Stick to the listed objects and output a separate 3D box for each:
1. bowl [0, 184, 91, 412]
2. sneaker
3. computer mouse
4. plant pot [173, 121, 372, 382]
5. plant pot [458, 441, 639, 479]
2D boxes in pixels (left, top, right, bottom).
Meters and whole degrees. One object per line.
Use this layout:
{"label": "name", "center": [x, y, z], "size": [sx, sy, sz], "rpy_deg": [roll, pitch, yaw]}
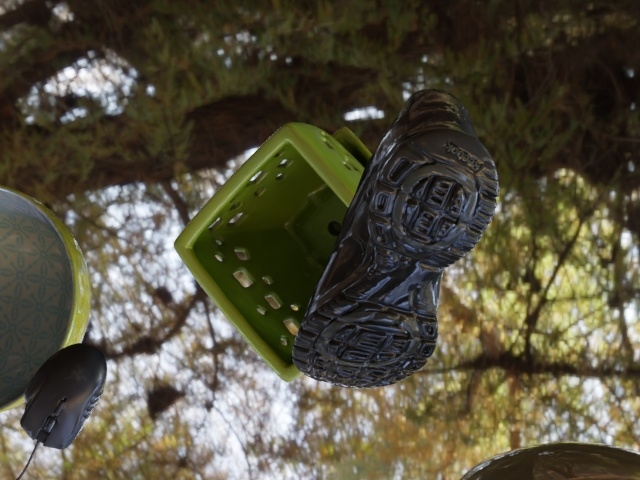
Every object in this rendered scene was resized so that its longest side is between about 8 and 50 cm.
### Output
{"label": "bowl", "center": [-0.408, 0.079, 1.144], "size": [0.290, 0.156, 0.289], "rpy_deg": [-2, -97, 13]}
{"label": "sneaker", "center": [0.059, 0.007, 0.716], "size": [0.109, 0.286, 0.130], "rpy_deg": [19, -143, -11]}
{"label": "computer mouse", "center": [-0.291, 0.212, 0.896], "size": [0.071, 0.041, 0.242], "rpy_deg": [29, -91, -10]}
{"label": "plant pot", "center": [0.000, 0.000, 1.090], "size": [0.228, 0.227, 0.207], "rpy_deg": [50, -155, 6]}
{"label": "plant pot", "center": [0.211, 0.296, 0.799], "size": [0.284, 0.284, 0.191], "rpy_deg": [-30, -152, -18]}
